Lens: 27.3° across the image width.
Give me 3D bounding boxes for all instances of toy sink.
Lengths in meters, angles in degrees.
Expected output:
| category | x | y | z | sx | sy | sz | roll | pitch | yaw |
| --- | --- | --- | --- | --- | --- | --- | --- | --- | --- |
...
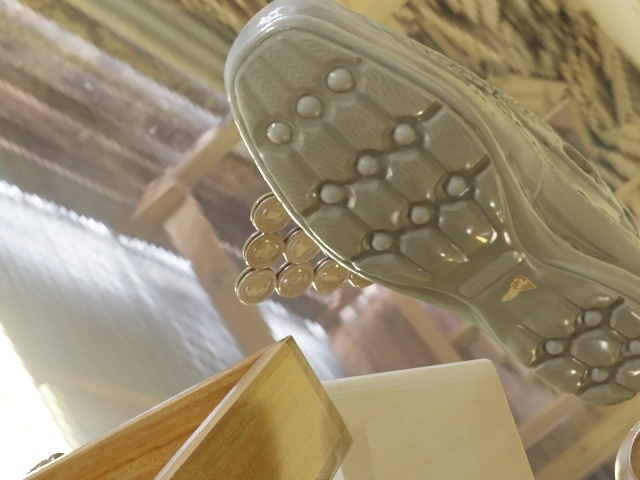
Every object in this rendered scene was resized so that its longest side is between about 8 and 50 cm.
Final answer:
| category | x | y | z | sx | sy | sz | roll | pitch | yaw |
| --- | --- | --- | --- | --- | --- | --- | --- | --- | --- |
| toy sink | 0.023 | 0.194 | 0.953 | 0.153 | 0.234 | 0.131 | -3 | -114 | -33 |

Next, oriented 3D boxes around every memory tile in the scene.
| category | x | y | z | sx | sy | sz | roll | pitch | yaw |
| --- | --- | --- | --- | --- | --- | --- | --- | --- | --- |
| memory tile | 0.000 | 0.000 | 1.133 | 0.148 | 0.113 | 0.012 | -7 | -143 | -28 |

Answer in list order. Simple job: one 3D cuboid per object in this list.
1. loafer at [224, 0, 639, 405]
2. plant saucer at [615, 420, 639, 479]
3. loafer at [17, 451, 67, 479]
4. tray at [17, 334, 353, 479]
| category | x | y | z | sx | sy | sz | roll | pitch | yaw |
| --- | --- | --- | --- | --- | --- | --- | --- | --- | --- |
| loafer | 0.075 | -0.025 | 0.686 | 0.319 | 0.112 | 0.111 | 38 | -152 | -33 |
| plant saucer | 0.211 | 0.127 | 0.772 | 0.015 | 0.083 | 0.083 | 53 | -174 | -42 |
| loafer | -0.187 | 0.218 | 0.901 | 0.056 | 0.050 | 0.148 | 46 | -150 | -43 |
| tray | -0.190 | 0.195 | 0.649 | 0.076 | 0.411 | 0.203 | 59 | -162 | -5 |
